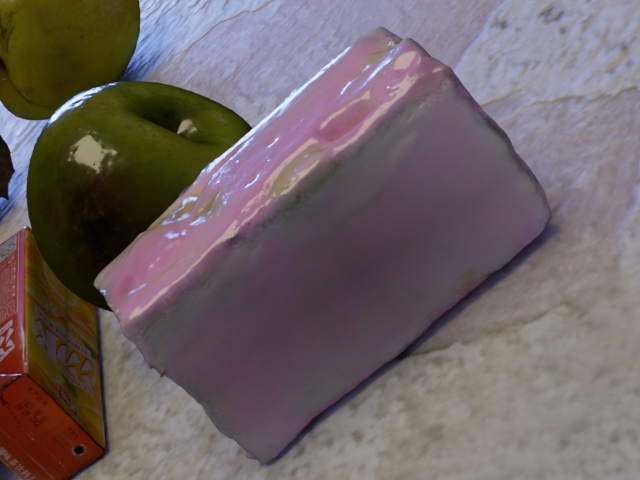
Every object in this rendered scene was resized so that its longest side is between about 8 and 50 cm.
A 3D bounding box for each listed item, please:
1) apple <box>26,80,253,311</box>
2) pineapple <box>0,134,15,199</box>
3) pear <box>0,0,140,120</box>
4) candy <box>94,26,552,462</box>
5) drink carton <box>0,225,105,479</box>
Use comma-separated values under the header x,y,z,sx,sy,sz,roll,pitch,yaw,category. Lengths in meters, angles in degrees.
x,y,z,sx,sy,sz,roll,pitch,yaw,category
-0.128,-0.031,1.157,0.196,0.196,0.157,-98,32,-56,apple
-0.448,-0.039,1.606,0.277,0.119,0.130,-28,51,25,pineapple
-0.281,-0.228,1.591,0.200,0.200,0.200,-29,32,20,pear
0.000,0.000,0.993,0.265,0.155,0.116,-40,33,3,candy
-0.226,0.087,1.195,0.071,0.096,0.223,-35,30,10,drink carton
